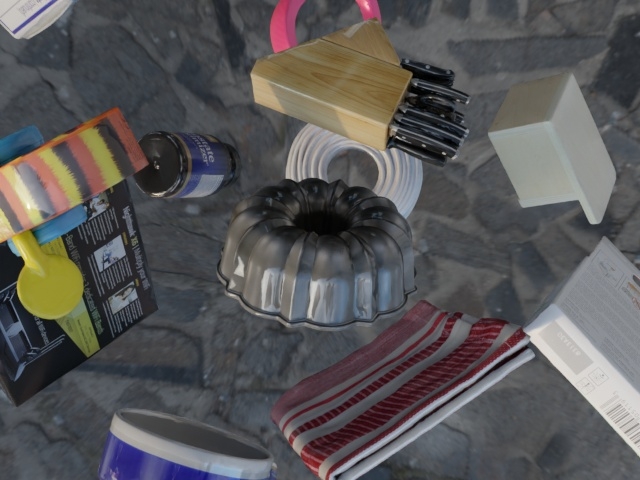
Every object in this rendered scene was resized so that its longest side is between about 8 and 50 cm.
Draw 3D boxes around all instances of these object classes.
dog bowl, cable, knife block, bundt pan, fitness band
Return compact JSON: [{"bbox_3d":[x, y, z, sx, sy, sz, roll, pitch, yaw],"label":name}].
[{"bbox_3d":[-0.215,0.356,1.612,0.264,0.265,0.104,17,86,-1],"label":"dog bowl"},{"bbox_3d":[0.064,-0.124,1.892,0.257,0.089,0.257,-15,86,-1],"label":"cable"},{"bbox_3d":[0.066,-0.183,1.445,0.275,0.088,0.242,-21,70,-7],"label":"knife block"},{"bbox_3d":[0.000,0.000,1.613,0.330,0.331,0.124,4,119,-2],"label":"bundt pan"},{"bbox_3d":[0.022,-0.380,1.819,0.209,0.054,0.291,52,50,-23],"label":"fitness band"}]

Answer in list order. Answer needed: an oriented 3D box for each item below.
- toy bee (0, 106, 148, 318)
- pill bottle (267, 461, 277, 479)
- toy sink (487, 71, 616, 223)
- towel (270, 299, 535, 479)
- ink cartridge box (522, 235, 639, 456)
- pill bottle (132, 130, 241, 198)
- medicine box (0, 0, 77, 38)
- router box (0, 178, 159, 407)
[{"bbox_3d":[-0.276,-0.011,0.840,0.195,0.298,0.162,47,48,4],"label":"toy bee"},{"bbox_3d":[-0.114,0.453,1.791,0.067,0.067,0.120,5,61,-2],"label":"pill bottle"},{"bbox_3d":[0.412,-0.152,1.799,0.234,0.131,0.153,56,45,-28],"label":"toy sink"},{"bbox_3d":[0.068,0.148,1.060,0.237,0.329,0.037,-34,96,-9],"label":"towel"},{"bbox_3d":[0.320,0.104,1.067,0.181,0.224,0.056,47,121,6],"label":"ink cartridge box"},{"bbox_3d":[-0.246,-0.142,1.906,0.122,0.219,0.123,2,95,27],"label":"pill bottle"},{"bbox_3d":[-0.197,-0.337,0.687,0.289,0.149,0.263,49,66,-21],"label":"medicine box"},{"bbox_3d":[-0.349,0.047,1.312,0.243,0.309,0.081,-35,58,-24],"label":"router box"}]
